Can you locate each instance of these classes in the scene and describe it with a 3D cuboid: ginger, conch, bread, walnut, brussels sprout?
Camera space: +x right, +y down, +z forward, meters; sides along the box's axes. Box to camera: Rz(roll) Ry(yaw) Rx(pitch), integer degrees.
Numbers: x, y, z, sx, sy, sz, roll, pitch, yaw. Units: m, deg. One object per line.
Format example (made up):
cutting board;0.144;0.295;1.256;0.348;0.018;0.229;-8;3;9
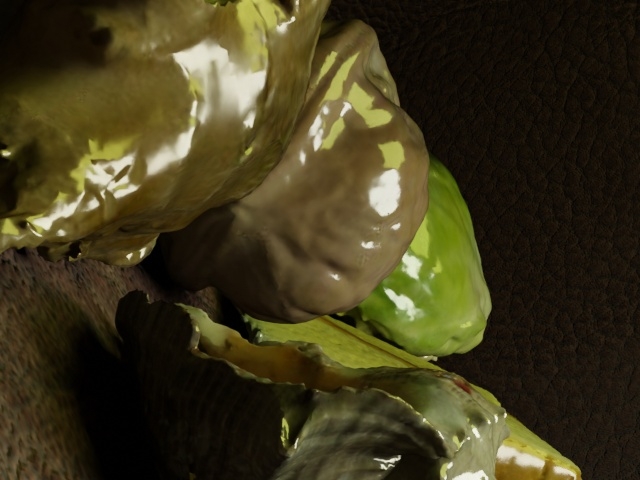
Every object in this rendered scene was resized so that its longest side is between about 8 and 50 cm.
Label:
ginger;-0.100;-0.063;0.512;0.123;0.270;0.218;35;-45;16
conch;-0.016;0.094;0.516;0.245;0.163;0.178;30;-32;28
bread;0.028;0.207;1.008;0.362;0.245;0.233;28;4;-18
walnut;-0.040;-0.064;0.790;0.273;0.227;0.273;63;8;-15
brussels sprout;0.047;0.019;1.232;0.344;0.268;0.344;51;25;-34

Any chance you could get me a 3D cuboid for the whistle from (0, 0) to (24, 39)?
whistle;-0.190;-0.246;0.574;0.348;0.189;0.189;49;8;-27
